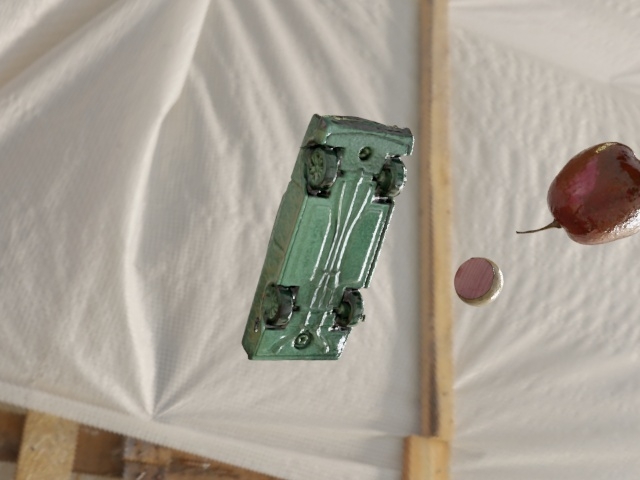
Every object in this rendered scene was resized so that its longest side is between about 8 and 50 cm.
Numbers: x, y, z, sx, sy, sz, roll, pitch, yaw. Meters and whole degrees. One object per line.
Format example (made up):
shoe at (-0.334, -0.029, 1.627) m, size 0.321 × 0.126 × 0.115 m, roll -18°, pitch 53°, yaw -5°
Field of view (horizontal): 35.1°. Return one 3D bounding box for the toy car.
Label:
toy car at (0.000, 0.000, 1.221) m, size 0.141 × 0.321 × 0.097 m, roll 4°, pitch -156°, yaw -31°

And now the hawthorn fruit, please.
hawthorn fruit at (0.407, -0.053, 1.540) m, size 0.203 × 0.162 × 0.163 m, roll -37°, pitch -89°, yaw -4°

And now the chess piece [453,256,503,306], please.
chess piece at (0.261, 0.068, 1.673) m, size 0.038 × 0.083 × 0.084 m, roll 29°, pitch -128°, yaw -49°
